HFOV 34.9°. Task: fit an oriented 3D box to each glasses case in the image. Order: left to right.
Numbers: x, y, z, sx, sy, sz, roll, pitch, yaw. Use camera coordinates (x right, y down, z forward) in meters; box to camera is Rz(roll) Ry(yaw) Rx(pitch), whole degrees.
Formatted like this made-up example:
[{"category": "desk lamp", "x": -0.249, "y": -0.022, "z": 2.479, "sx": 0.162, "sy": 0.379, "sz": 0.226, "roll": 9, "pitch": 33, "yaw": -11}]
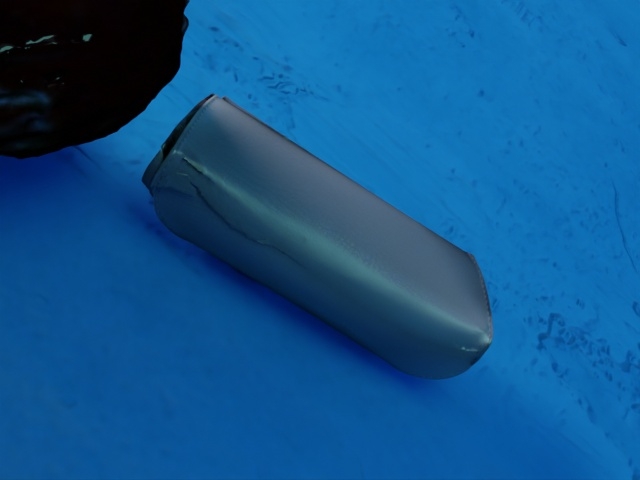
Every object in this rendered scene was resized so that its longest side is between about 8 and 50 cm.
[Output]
[{"category": "glasses case", "x": 0.001, "y": -0.002, "z": 0.841, "sx": 0.308, "sy": 0.083, "sz": 0.128, "roll": 32, "pitch": 42, "yaw": -14}]

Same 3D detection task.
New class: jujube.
[{"category": "jujube", "x": -0.257, "y": -0.177, "z": 0.656, "sx": 0.376, "sy": 0.258, "sz": 0.258, "roll": -5, "pitch": 65, "yaw": -38}]
